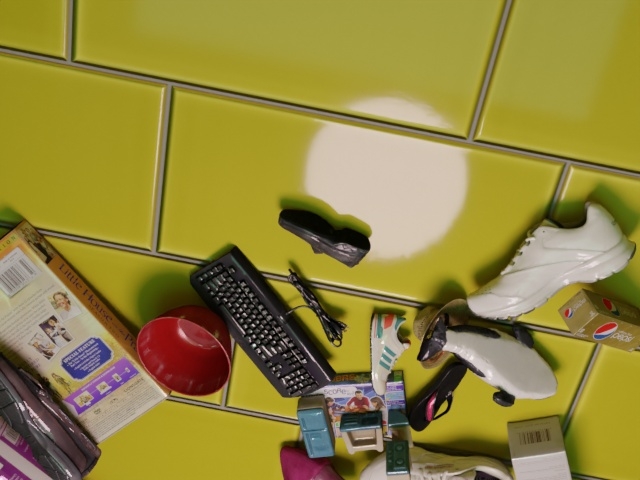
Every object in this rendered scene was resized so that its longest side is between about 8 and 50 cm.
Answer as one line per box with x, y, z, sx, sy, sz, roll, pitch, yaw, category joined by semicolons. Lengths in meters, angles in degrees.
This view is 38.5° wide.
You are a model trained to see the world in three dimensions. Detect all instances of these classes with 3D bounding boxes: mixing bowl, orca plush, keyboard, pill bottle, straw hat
-0.234;0.186;1.680;0.181;0.098;0.182;8;123;13;mixing bowl
0.292;0.226;1.665;0.287;0.151;0.102;9;165;-27;orca plush
-0.078;0.146;1.678;0.201;0.033;0.317;-32;107;21;keyboard
-0.611;0.499;1.879;0.169;0.169;0.301;-37;110;24;pill bottle
0.201;0.156;1.655;0.061;0.144;0.145;32;130;37;straw hat

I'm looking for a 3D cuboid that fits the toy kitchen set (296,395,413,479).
0.062;0.380;1.700;0.207;0.166;0.122;-8;120;10;toy kitchen set

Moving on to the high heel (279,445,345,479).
-0.012;0.583;1.934;0.181;0.127;0.377;31;133;27;high heel

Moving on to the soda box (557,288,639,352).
0.494;0.139;1.576;0.181;0.058;0.061;17;126;-39;soda box

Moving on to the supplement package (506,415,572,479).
0.432;0.447;1.780;0.105;0.105;0.179;-11;118;11;supplement package

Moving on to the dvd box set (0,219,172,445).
-0.523;0.207;1.724;0.307;0.062;0.420;-36;104;18;dvd box set

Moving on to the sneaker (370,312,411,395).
0.129;0.211;1.687;0.075;0.057;0.161;-1;103;4;sneaker

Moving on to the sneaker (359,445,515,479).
0.228;0.459;1.777;0.305;0.152;0.114;-2;82;0;sneaker

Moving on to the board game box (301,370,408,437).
0.067;0.321;1.784;0.201;0.035;0.136;-3;120;8;board game box

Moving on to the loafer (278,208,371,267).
0.000;0.000;1.589;0.170;0.062;0.061;25;124;-7;loafer

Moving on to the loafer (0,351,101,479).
-0.522;0.320;1.703;0.109;0.095;0.303;-19;108;46;loafer

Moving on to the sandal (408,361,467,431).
0.225;0.306;1.742;0.067;0.040;0.179;6;126;-39;sandal

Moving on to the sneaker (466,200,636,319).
0.377;0.035;1.561;0.297;0.111;0.129;-29;98;17;sneaker
